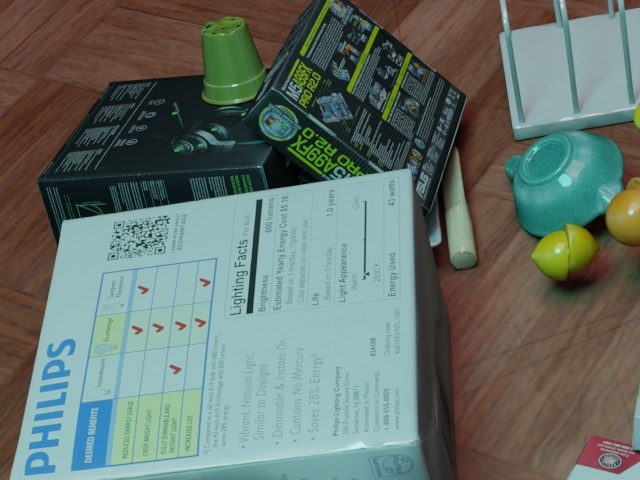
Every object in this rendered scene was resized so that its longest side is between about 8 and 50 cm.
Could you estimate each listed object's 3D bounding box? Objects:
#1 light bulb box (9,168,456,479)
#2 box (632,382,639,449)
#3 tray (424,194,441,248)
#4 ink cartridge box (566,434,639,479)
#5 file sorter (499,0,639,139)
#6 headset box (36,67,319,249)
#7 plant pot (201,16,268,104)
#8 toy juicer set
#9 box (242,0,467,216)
[{"bbox_3d":[-0.066,0.147,1.647,0.361,0.225,0.358,-8,42,10],"label":"light bulb box"},{"bbox_3d":[0.368,0.140,1.606,0.145,0.038,0.186,3,24,15],"label":"box"},{"bbox_3d":[0.000,0.000,1.926,0.270,0.030,0.145,-10,31,7],"label":"tray"},{"bbox_3d":[0.264,0.268,1.523,0.127,0.072,0.175,13,48,29],"label":"ink cartridge box"},{"bbox_3d":[0.342,-0.262,2.015,0.277,0.173,0.193,-10,41,8],"label":"file sorter"},{"bbox_3d":[-0.133,-0.081,1.956,0.283,0.131,0.246,-4,30,17],"label":"headset box"},{"bbox_3d":[-0.101,-0.204,1.943,0.083,0.079,0.083,-10,28,6],"label":"plant pot"},{"bbox_3d":[0.254,-0.034,1.864,0.329,0.089,0.209,-12,49,38],"label":"toy juicer set"},{"bbox_3d":[0.045,-0.146,1.927,0.060,0.216,0.270,-46,12,33],"label":"box"}]
